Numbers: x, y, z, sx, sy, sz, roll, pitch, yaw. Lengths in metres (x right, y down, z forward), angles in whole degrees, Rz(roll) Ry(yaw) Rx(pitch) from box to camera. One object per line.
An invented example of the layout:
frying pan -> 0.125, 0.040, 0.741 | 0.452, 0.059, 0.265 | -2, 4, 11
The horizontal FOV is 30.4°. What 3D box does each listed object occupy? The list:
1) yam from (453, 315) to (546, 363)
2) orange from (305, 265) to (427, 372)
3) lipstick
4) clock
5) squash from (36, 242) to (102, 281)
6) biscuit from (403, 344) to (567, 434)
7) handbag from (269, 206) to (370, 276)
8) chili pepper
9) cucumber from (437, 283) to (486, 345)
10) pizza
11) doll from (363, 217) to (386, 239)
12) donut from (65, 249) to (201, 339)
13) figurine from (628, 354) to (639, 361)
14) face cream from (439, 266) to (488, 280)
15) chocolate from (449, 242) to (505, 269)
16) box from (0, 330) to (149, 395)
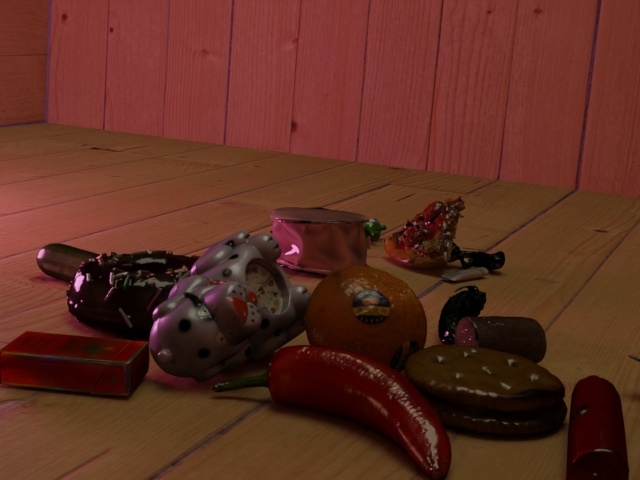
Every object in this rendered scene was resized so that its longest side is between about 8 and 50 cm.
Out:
yam -> 0.268, 0.150, 1.765 | 0.127, 0.084, 0.084 | -1, 12, -25
orange -> 0.063, 0.118, 1.653 | 0.178, 0.155, 0.177 | 13, 27, -7
lipstick -> 0.329, 0.233, 1.403 | 0.073, 0.073, 0.280 | 7, 11, 11
clock -> -0.143, 0.107, 1.636 | 0.189, 0.188, 0.254 | 9, 18, 21
squash -> -0.409, 0.049, 2.054 | 0.229, 0.066, 0.066 | 13, 14, 36
biscuit -> 0.218, 0.195, 1.556 | 0.221, 0.066, 0.220 | 5, 12, -1
handbag -> 0.000, 0.002, 2.314 | 0.205, 0.116, 0.179 | 5, 11, 3
chili pepper -> 0.036, 0.193, 1.452 | 0.368, 0.091, 0.137 | 11, 24, 42
cucumber -> 0.224, 0.127, 1.909 | 0.067, 0.067, 0.245 | 7, 12, 13
pizza -> 0.219, -0.026, 2.427 | 0.201, 0.193, 0.053 | 4, -38, 51
doll -> 0.073, -0.021, 2.628 | 0.190, 0.050, 0.115 | -7, 9, -40
donut -> -0.269, 0.080, 1.860 | 0.270, 0.103, 0.269 | 3, 12, -1
figurine -> 0.547, 0.179, 1.639 | 0.205, 0.102, 0.260 | -18, -3, 24
face cream -> 0.287, 0.068, 2.337 | 0.115, 0.020, 0.038 | -7, 17, -41
chocolate -> 0.305, 0.038, 2.432 | 0.147, 0.070, 0.072 | 17, 3, 10
box -> -0.324, 0.162, 1.554 | 0.175, 0.048, 0.112 | 5, 10, 5
